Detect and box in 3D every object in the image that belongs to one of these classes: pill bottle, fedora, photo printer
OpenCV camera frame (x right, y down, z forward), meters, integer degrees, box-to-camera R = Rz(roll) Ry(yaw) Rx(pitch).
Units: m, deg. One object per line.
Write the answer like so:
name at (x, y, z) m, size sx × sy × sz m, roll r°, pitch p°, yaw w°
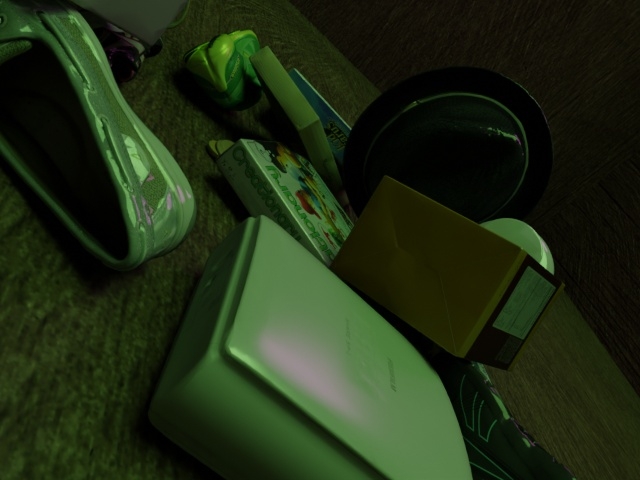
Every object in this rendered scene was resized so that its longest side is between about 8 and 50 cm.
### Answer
pill bottle at (0.270, 0.062, 0.974) m, size 0.146 × 0.146 × 0.264 m, roll 57°, pitch -5°, yaw 24°
fedora at (0.190, -0.109, 0.972) m, size 0.334 × 0.334 × 0.152 m, roll 47°, pitch 17°, yaw -3°
photo printer at (0.015, 0.142, 0.568) m, size 0.307 × 0.107 × 0.256 m, roll 43°, pitch 19°, yaw -16°

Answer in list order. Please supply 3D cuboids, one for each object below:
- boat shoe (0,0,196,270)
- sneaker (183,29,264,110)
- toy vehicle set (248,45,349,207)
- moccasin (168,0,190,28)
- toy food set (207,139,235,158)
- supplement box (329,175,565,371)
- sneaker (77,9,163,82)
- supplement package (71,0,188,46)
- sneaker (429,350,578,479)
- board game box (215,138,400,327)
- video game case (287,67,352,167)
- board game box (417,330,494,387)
boat shoe at (-0.231, -0.113, 0.522) m, size 0.320 × 0.118 × 0.103 m, roll 54°, pitch 14°, yaw -4°
sneaker at (-0.153, -0.280, 1.070) m, size 0.295 × 0.109 × 0.124 m, roll -78°, pitch 146°, yaw -68°
toy vehicle set at (-0.029, -0.170, 1.036) m, size 0.166 × 0.035 × 0.267 m, roll 58°, pitch -2°, yaw 26°
moccasin at (-0.229, -0.401, 0.933) m, size 0.147 × 0.139 × 0.380 m, roll 51°, pitch -16°, yaw -22°
toy food set at (-0.119, -0.109, 0.900) m, size 0.083 × 0.020 × 0.083 m, roll 53°, pitch 19°, yaw 13°
supplement box at (0.155, 0.044, 0.763) m, size 0.191 × 0.129 × 0.194 m, roll 34°, pitch 5°, yaw 36°
sneaker at (-0.253, -0.233, 0.802) m, size 0.077 × 0.072 × 0.178 m, roll 59°, pitch 26°, yaw -4°
supplement package at (-0.212, -0.329, 0.609) m, size 0.175 × 0.177 × 0.293 m, roll 40°, pitch 6°, yaw -5°
sneaker at (0.166, 0.217, 0.655) m, size 0.101 × 0.106 × 0.267 m, roll 55°, pitch -1°, yaw -34°
board game box at (0.000, 0.000, 0.864) m, size 0.305 × 0.053 × 0.193 m, roll 55°, pitch 20°, yaw 5°
video game case at (0.023, -0.205, 1.253) m, size 0.269 × 0.061 × 0.244 m, roll 46°, pitch 5°, yaw -6°
board game box at (0.223, 0.208, 1.007) m, size 0.136 × 0.035 × 0.201 m, roll 38°, pitch 21°, yaw -27°
